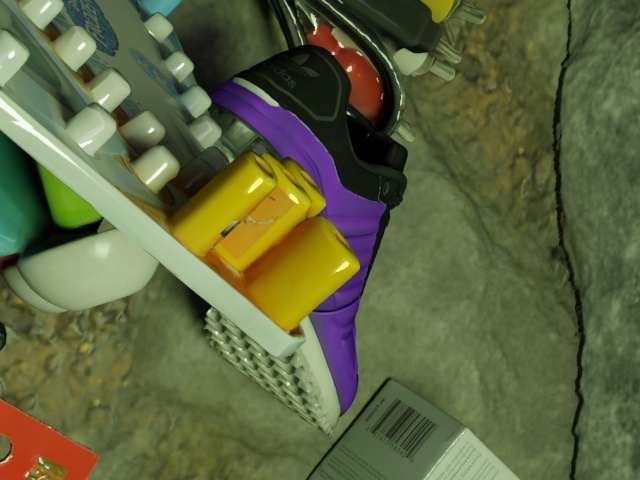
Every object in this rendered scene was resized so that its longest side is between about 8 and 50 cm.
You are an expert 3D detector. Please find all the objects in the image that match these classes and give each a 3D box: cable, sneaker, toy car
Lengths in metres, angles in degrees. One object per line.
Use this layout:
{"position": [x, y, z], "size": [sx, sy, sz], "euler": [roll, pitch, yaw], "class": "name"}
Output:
{"position": [-0.022, -0.160, 0.865], "size": [0.287, 0.072, 0.139], "euler": [33, 79, -23], "class": "cable"}
{"position": [0.001, 0.000, 0.841], "size": [0.146, 0.102, 0.293], "euler": [-45, 149, -20], "class": "sneaker"}
{"position": [-0.170, -0.034, 0.736], "size": [0.136, 0.182, 0.159], "euler": [-17, 92, -19], "class": "toy car"}

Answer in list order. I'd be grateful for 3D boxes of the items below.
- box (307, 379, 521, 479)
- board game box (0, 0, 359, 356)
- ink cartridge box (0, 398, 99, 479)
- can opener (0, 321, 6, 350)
{"position": [0.067, 0.171, 0.972], "size": [0.102, 0.101, 0.087], "euler": [-50, 122, -8], "class": "box"}
{"position": [-0.160, -0.173, 0.578], "size": [0.050, 0.390, 0.390], "euler": [-41, 122, 10], "class": "board game box"}
{"position": [-0.255, 0.193, 0.818], "size": [0.189, 0.066, 0.232], "euler": [38, 87, -32], "class": "ink cartridge box"}
{"position": [-0.266, 0.038, 0.769], "size": [0.186, 0.073, 0.059], "euler": [3, 91, -18], "class": "can opener"}
